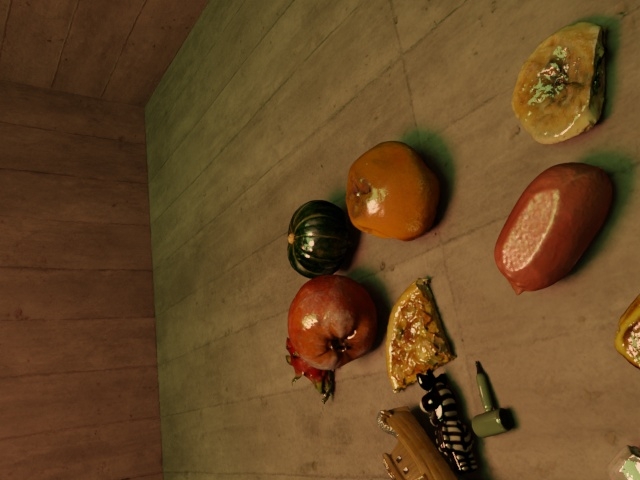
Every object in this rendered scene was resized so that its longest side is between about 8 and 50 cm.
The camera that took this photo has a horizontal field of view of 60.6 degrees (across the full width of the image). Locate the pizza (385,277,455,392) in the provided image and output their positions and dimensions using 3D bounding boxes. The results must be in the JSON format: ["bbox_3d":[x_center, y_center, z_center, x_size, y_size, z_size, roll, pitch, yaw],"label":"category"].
[{"bbox_3d":[0.220,0.234,1.257,0.197,0.058,0.293,29,111,52],"label":"pizza"}]

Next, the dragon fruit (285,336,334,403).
[{"bbox_3d":[-0.025,0.341,1.533,0.135,0.136,0.236,-178,84,-81],"label":"dragon fruit"}]

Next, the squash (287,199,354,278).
[{"bbox_3d":[-0.005,-0.002,1.502,0.218,0.172,0.219,-13,74,53],"label":"squash"}]

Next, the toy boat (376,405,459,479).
[{"bbox_3d":[0.204,0.477,1.142,0.089,0.121,0.321,63,175,-29],"label":"toy boat"}]

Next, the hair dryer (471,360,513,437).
[{"bbox_3d":[0.336,0.316,1.107,0.071,0.047,0.150,-40,45,44],"label":"hair dryer"}]

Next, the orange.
[{"bbox_3d":[0.156,-0.116,1.272,0.248,0.183,0.249,-3,86,55],"label":"orange"}]

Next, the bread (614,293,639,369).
[{"bbox_3d":[0.543,0.114,0.771,0.181,0.095,0.222,50,126,42],"label":"bread"}]

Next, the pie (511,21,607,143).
[{"bbox_3d":[0.433,-0.282,1.004,0.185,0.052,0.219,-2,83,61],"label":"pie"}]

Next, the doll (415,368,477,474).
[{"bbox_3d":[0.264,0.377,1.152,0.067,0.090,0.220,-46,49,40],"label":"doll"}]

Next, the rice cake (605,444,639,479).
[{"bbox_3d":[0.549,0.459,0.760,0.073,0.056,0.365,-57,44,28],"label":"rice cake"}]

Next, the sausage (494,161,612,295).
[{"bbox_3d":[0.397,-0.020,0.960,0.148,0.148,0.255,45,125,47],"label":"sausage"}]

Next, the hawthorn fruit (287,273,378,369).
[{"bbox_3d":[0.029,0.188,1.390,0.234,0.231,0.263,-21,68,25],"label":"hawthorn fruit"}]
